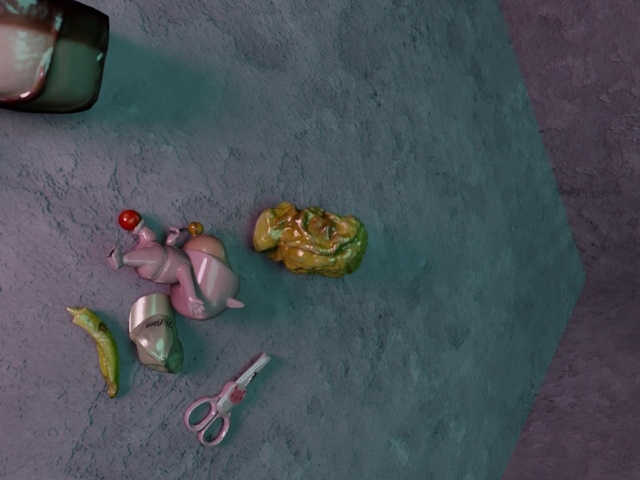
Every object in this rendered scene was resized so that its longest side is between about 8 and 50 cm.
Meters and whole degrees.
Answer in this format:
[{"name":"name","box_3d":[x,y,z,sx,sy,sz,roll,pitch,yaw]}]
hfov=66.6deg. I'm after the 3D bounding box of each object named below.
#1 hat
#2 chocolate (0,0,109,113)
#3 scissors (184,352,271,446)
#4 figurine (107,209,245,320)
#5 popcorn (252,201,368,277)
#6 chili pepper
[{"name":"hat","box_3d":[-0.324,0.192,1.000,0.122,0.081,0.166,11,74,-44]},{"name":"chocolate","box_3d":[-0.478,-0.291,0.739,0.284,0.284,0.186,6,106,-42]},{"name":"scissors","box_3d":[-0.205,0.357,1.137,0.242,0.031,0.118,-46,120,-27]},{"name":"figurine","box_3d":[-0.274,0.045,0.976,0.287,0.176,0.186,34,74,-28]},{"name":"popcorn","box_3d":[0.000,0.000,1.184,0.286,0.225,0.173,18,76,-43]},{"name":"chili pepper","box_3d":[-0.416,0.208,0.934,0.049,0.043,0.208,-39,118,-49]}]
